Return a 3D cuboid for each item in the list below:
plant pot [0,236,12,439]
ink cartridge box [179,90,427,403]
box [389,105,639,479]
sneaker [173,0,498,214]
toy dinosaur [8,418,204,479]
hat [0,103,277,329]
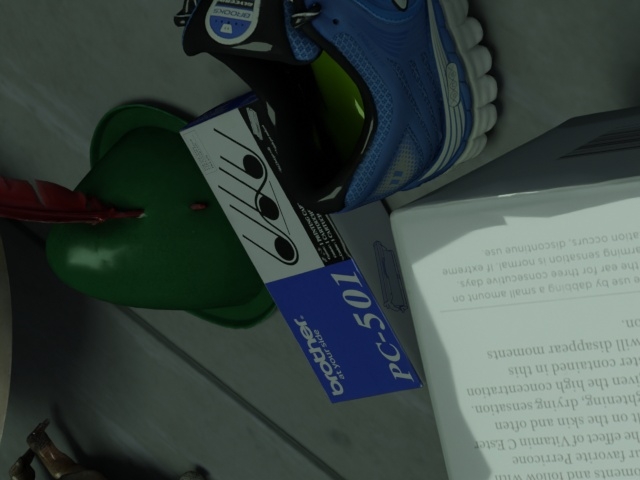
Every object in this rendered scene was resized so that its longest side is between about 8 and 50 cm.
[{"bbox_3d":[-0.375,0.079,1.444,0.284,0.191,0.284,-8,81,57],"label":"plant pot"},{"bbox_3d":[0.000,0.000,1.215,0.097,0.046,0.207,-16,106,51],"label":"ink cartridge box"},{"bbox_3d":[0.185,0.117,0.901,0.168,0.215,0.345,-7,101,32],"label":"box"},{"bbox_3d":[-0.004,-0.162,1.017,0.130,0.147,0.330,5,121,44],"label":"sneaker"},{"bbox_3d":[-0.195,0.261,1.557,0.200,0.127,0.295,41,146,4],"label":"toy dinosaur"},{"bbox_3d":[-0.158,0.019,1.279,0.208,0.183,0.173,28,136,28],"label":"hat"}]
